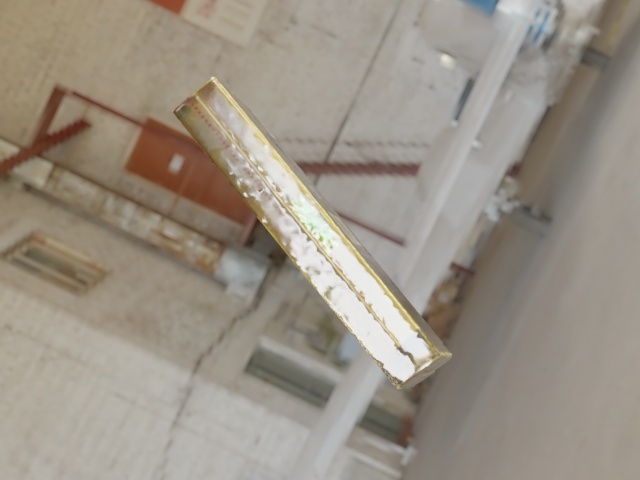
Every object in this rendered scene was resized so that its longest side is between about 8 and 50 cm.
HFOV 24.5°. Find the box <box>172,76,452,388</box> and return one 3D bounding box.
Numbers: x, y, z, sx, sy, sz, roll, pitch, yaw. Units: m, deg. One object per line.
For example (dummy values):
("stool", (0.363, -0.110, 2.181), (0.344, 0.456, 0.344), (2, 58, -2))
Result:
("box", (0.000, 0.000, 0.568), (0.023, 0.133, 0.090), (-39, -7, 1))
